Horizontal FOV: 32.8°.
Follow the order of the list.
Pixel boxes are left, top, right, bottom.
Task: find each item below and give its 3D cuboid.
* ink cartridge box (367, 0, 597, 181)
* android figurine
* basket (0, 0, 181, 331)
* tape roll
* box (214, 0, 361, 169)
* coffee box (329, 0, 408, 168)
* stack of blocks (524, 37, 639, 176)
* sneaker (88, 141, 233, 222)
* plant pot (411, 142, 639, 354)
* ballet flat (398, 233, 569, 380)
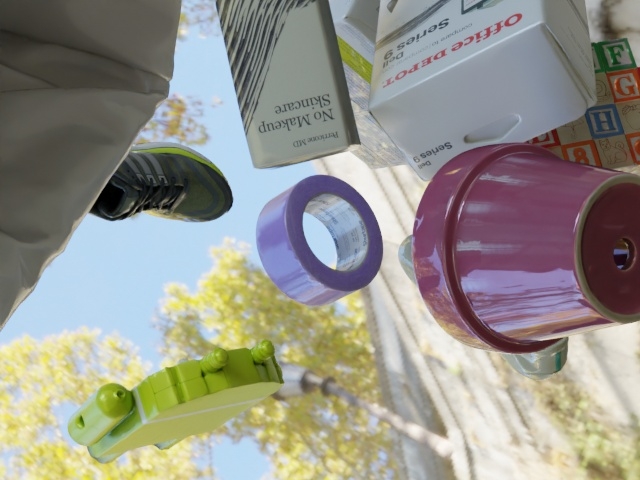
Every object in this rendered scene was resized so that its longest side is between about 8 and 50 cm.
[{"bbox_3d":[0.176,-0.228,1.196,0.121,0.211,0.289,48,-148,-31],"label":"ink cartridge box"},{"bbox_3d":[-0.152,0.179,1.220,0.248,0.273,0.056,-6,-114,-40],"label":"android figurine"},{"bbox_3d":[-0.210,-0.171,0.467,0.331,0.266,0.328,-70,-7,-57],"label":"basket"},{"bbox_3d":[0.000,0.000,1.655,0.189,0.080,0.189,17,-119,-33],"label":"tape roll"},{"bbox_3d":[-0.043,-0.218,1.142,0.113,0.094,0.275,-14,-89,9],"label":"box"},{"bbox_3d":[0.126,-0.355,1.754,0.338,0.334,0.338,35,-110,-27],"label":"coffee box"},{"bbox_3d":[0.378,-0.161,1.381,0.297,0.087,0.171,-10,-106,-9],"label":"stack of blocks"},{"bbox_3d":[-0.241,-0.066,1.377,0.299,0.121,0.111,11,-61,-32],"label":"sneaker"},{"bbox_3d":[0.214,0.007,0.991,0.201,0.180,0.201,1,-91,-32],"label":"plant pot"},{"bbox_3d":[0.190,0.061,1.271,0.086,0.248,0.086,-41,-23,-22],"label":"ballet flat"}]
